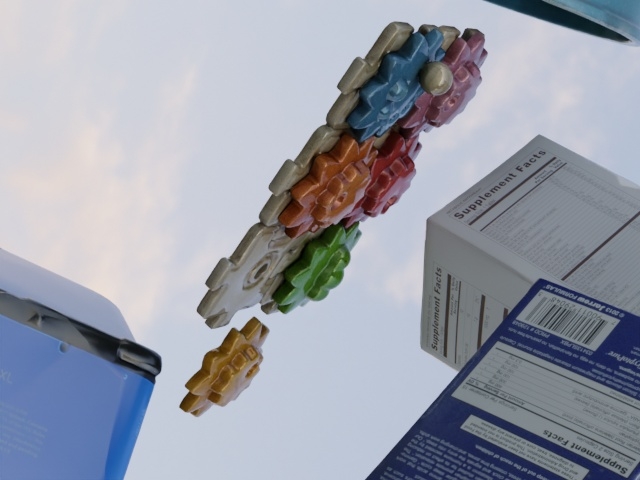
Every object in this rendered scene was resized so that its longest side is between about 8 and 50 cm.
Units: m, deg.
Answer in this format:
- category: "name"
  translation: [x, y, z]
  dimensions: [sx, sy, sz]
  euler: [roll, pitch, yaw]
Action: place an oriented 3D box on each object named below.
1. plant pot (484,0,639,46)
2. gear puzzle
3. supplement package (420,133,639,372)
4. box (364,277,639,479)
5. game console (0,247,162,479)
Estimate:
- category: "plant pot"
  translation: [0.152, -0.307, 1.130]
  dimensions: [0.272, 0.272, 0.255]
  euler: [31, -77, 58]
- category: "gear puzzle"
  translation: [0.000, 0.000, 1.047]
  dimensions: [0.044, 0.175, 0.339]
  euler: [41, -69, 17]
- category: "supplement package"
  translation: [0.205, 0.054, 1.082]
  dimensions: [0.244, 0.139, 0.134]
  euler: [32, -39, 31]
- category: "box"
  translation: [0.116, 0.125, 0.864]
  dimensions: [0.136, 0.036, 0.225]
  euler: [23, -124, 38]
- category: "game console"
  translation: [-0.279, 0.082, 1.081]
  dimensions: [0.173, 0.293, 0.250]
  euler: [-27, -138, 58]
